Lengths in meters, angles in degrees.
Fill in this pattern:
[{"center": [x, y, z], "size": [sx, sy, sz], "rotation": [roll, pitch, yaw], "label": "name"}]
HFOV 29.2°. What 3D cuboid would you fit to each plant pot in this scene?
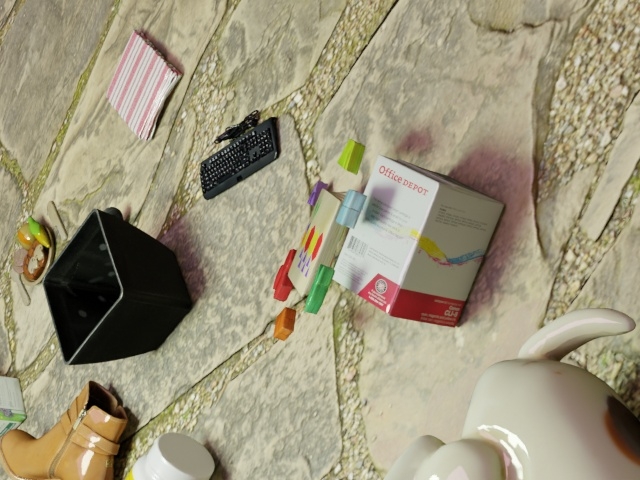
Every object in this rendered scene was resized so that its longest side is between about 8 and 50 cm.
[{"center": [-0.323, 0.088, 2.012], "size": [0.187, 0.167, 0.188], "rotation": [-49, 47, 29], "label": "plant pot"}]

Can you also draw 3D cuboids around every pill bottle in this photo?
[{"center": [-0.254, 0.404, 1.883], "size": [0.208, 0.119, 0.119], "rotation": [-59, 44, 21], "label": "pill bottle"}]

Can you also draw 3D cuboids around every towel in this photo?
[{"center": [-0.324, -0.282, 2.223], "size": [0.197, 0.029, 0.144], "rotation": [48, 116, 47], "label": "towel"}]

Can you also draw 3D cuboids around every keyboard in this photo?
[{"center": [-0.142, -0.143, 1.967], "size": [0.192, 0.038, 0.100], "rotation": [-28, 60, 41], "label": "keyboard"}]

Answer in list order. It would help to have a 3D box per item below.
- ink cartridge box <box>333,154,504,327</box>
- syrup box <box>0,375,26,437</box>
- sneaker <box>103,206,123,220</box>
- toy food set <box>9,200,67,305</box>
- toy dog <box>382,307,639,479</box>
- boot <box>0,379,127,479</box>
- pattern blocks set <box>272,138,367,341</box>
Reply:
[{"center": [0.123, 0.000, 1.553], "size": [0.128, 0.127, 0.176], "rotation": [32, 105, 49], "label": "ink cartridge box"}, {"center": [-0.688, 0.308, 2.317], "size": [0.093, 0.237, 0.096], "rotation": [-44, 50, 31], "label": "syrup box"}, {"center": [-0.363, 0.032, 2.165], "size": [0.089, 0.051, 0.170], "rotation": [22, 102, 49], "label": "sneaker"}, {"center": [-0.568, 0.025, 2.408], "size": [0.192, 0.038, 0.132], "rotation": [-57, 44, 22], "label": "toy food set"}, {"center": [0.307, 0.297, 1.194], "size": [0.408, 0.284, 0.395], "rotation": [24, 80, 48], "label": "toy dog"}, {"center": [-0.447, 0.339, 2.128], "size": [0.283, 0.109, 0.220], "rotation": [33, 106, 46], "label": "boot"}, {"center": [0.000, 0.000, 1.657], "size": [0.325, 0.026, 0.285], "rotation": [-105, 37, -74], "label": "pattern blocks set"}]
